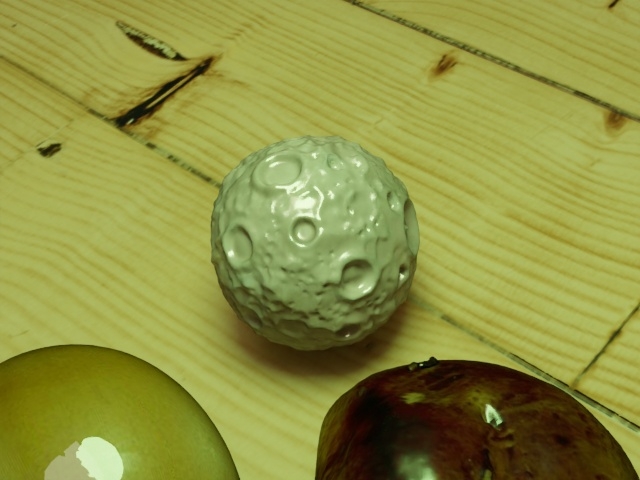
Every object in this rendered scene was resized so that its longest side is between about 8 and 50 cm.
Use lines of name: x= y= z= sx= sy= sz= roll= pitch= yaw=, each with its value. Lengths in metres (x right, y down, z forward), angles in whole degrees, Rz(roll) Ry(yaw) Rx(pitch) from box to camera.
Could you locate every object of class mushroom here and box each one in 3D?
mushroom: x=0.126 y=0.266 z=0.999 sx=0.345 sy=0.259 sz=0.345 roll=11 pitch=23 yaw=-5

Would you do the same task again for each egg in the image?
egg: x=-0.219 y=0.256 z=0.967 sx=0.283 sy=0.282 sz=0.351 roll=-29 pitch=56 yaw=-20

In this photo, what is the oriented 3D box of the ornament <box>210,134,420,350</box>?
ornament: x=0.000 y=0.000 z=1.202 sx=0.225 sy=0.259 sz=0.259 roll=-8 pitch=44 yaw=18
